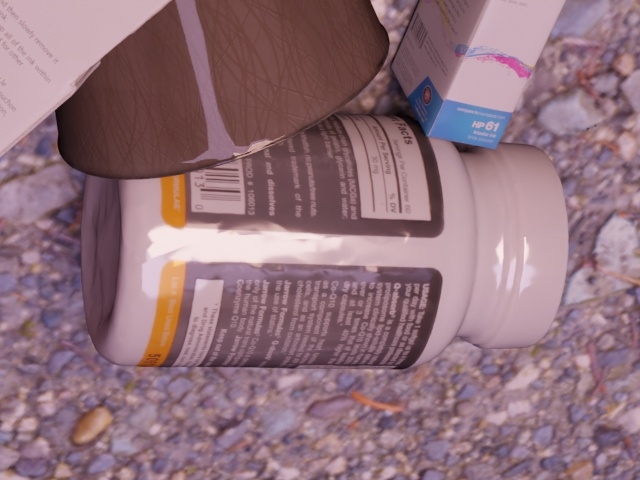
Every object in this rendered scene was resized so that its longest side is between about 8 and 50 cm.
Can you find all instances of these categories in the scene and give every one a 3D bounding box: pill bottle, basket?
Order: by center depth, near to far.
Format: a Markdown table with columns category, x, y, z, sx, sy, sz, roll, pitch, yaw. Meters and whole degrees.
| category | x | y | z | sx | sy | sz | roll | pitch | yaw |
| --- | --- | --- | --- | --- | --- | --- | --- | --- | --- |
| basket | -0.081 | -0.175 | 1.075 | 0.204 | 0.154 | 0.227 | -25 | 125 | -12 |
| pill bottle | 0.000 | 0.000 | 1.214 | 0.278 | 0.162 | 0.162 | 2 | 125 | -17 |

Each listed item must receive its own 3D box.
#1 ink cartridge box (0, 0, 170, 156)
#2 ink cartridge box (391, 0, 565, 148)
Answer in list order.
| category | x | y | z | sx | sy | sz | roll | pitch | yaw |
| --- | --- | --- | --- | --- | --- | --- | --- | --- | --- |
| ink cartridge box | -0.219 | -0.189 | 0.990 | 0.261 | 0.066 | 0.296 | -38 | 101 | 18 |
| ink cartridge box | 0.097 | -0.131 | 1.192 | 0.052 | 0.088 | 0.122 | 9 | 122 | -22 |
